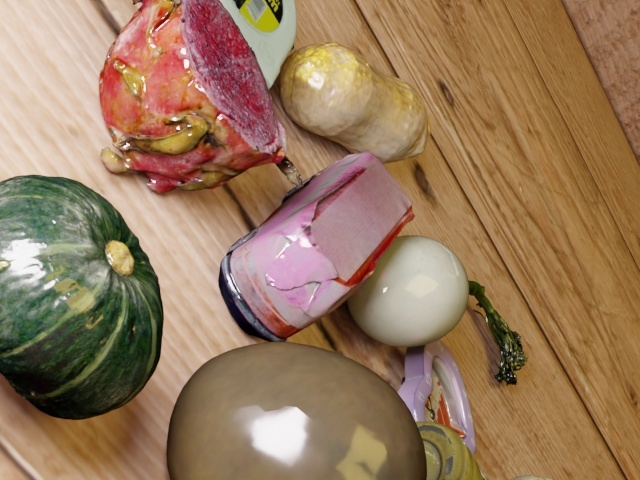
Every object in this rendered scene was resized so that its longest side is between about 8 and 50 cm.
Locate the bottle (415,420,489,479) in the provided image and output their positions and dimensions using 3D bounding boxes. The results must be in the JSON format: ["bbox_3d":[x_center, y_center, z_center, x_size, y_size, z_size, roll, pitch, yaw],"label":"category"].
[{"bbox_3d":[0.183,0.397,1.425,0.351,0.171,0.172,53,33,-30],"label":"bottle"}]

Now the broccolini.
[{"bbox_3d":[0.275,0.151,1.853,0.271,0.062,0.123,48,21,-47],"label":"broccolini"}]

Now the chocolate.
[{"bbox_3d":[0.050,-0.189,1.589,0.309,0.134,0.134,19,58,-52],"label":"chocolate"}]

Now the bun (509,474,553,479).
[{"bbox_3d":[0.328,0.445,1.636,0.220,0.134,0.221,-4,90,-89],"label":"bun"}]

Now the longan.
[{"bbox_3d":[-0.025,0.221,1.101,0.258,0.258,0.258,38,43,-46],"label":"longan"}]

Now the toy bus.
[{"bbox_3d":[0.000,0.000,1.364,0.128,0.147,0.303,56,29,-7],"label":"toy bus"}]

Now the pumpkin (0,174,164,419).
[{"bbox_3d":[-0.220,0.047,0.939,0.211,0.152,0.212,46,21,-23],"label":"pumpkin"}]

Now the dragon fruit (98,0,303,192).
[{"bbox_3d":[-0.143,-0.142,1.217,0.282,0.147,0.211,56,22,-32],"label":"dragon fruit"}]

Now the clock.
[{"bbox_3d":[0.154,0.243,1.579,0.172,0.064,0.198,55,32,-29],"label":"clock"}]

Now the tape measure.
[{"bbox_3d":[-0.151,-0.343,1.342,0.351,0.097,0.215,60,32,-27],"label":"tape measure"}]

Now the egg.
[{"bbox_3d":[0.115,0.068,1.521,0.209,0.151,0.151,-2,76,-59],"label":"egg"}]
